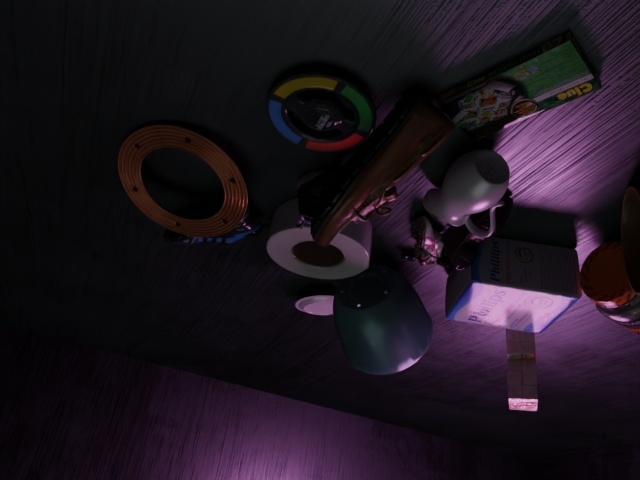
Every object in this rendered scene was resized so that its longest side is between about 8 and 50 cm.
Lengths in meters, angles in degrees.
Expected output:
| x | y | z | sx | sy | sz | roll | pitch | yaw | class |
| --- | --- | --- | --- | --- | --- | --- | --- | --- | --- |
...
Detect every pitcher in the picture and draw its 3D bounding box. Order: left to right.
| x | y | z | sx | sy | sz | roll | pitch | yaw | class |
| --- | --- | --- | --- | --- | --- | --- | --- | --- | --- |
| 0.345 | -0.097 | 1.264 | 0.178 | 0.125 | 0.207 | 37 | 152 | 1 | pitcher |

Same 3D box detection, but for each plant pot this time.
| x | y | z | sx | sy | sz | roll | pitch | yaw | class |
| --- | --- | --- | --- | --- | --- | --- | --- | --- | --- |
| 0.169 | 0.213 | 1.715 | 0.293 | 0.293 | 0.235 | -6 | 131 | 24 | plant pot |
| 0.798 | -0.009 | 1.202 | 0.255 | 0.237 | 0.237 | -4 | 147 | 18 | plant pot |

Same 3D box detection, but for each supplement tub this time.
| x | y | z | sx | sy | sz | roll | pitch | yaw | class |
| --- | --- | --- | --- | --- | --- | --- | --- | --- | --- |
| 0.840 | 0.138 | 1.461 | 0.338 | 0.207 | 0.207 | 24 | 146 | -24 | supplement tub |

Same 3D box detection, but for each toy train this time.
| x | y | z | sx | sy | sz | roll | pitch | yaw | class |
| --- | --- | --- | --- | --- | --- | --- | --- | --- | --- |
| 0.309 | 0.056 | 1.645 | 0.158 | 0.027 | 0.036 | 10 | 153 | 0 | toy train |

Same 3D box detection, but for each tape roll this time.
| x | y | z | sx | sy | sz | roll | pitch | yaw | class |
| --- | --- | --- | --- | --- | --- | --- | --- | --- | --- |
| 0.000 | 0.000 | 1.564 | 0.286 | 0.100 | 0.286 | 7 | 149 | 4 | tape roll |

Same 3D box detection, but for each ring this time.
| x | y | z | sx | sy | sz | roll | pitch | yaw | class |
| --- | --- | --- | --- | --- | --- | --- | --- | --- | --- |
| -0.337 | -0.143 | 1.408 | 0.337 | 0.032 | 0.336 | 8 | 133 | 9 | ring |

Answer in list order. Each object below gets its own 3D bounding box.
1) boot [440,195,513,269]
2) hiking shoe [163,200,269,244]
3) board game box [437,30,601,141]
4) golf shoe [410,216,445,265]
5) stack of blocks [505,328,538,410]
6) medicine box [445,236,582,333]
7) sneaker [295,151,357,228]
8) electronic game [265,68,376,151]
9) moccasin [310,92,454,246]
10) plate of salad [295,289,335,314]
| x | y | z | sx | sy | sz | roll | pitch | yaw | class |
| --- | --- | --- | --- | --- | --- | --- | --- | --- | --- |
| 0.379 | -0.042 | 1.419 | 0.082 | 0.106 | 0.219 | 19 | 118 | -32 | boot |
| -0.302 | -0.024 | 1.591 | 0.304 | 0.113 | 0.132 | -10 | 144 | 29 | hiking shoe |
| 0.366 | -0.278 | 1.068 | 0.260 | 0.030 | 0.136 | -19 | 137 | 39 | board game box |
| 0.290 | -0.009 | 1.519 | 0.086 | 0.067 | 0.186 | -23 | 144 | -3 | golf shoe |
| 0.640 | 0.371 | 1.819 | 0.087 | 0.297 | 0.171 | -2 | 149 | 20 | stack of blocks |
| 0.522 | 0.127 | 1.587 | 0.289 | 0.149 | 0.263 | 8 | 150 | 0 | medicine box |
| 0.049 | -0.102 | 1.324 | 0.269 | 0.153 | 0.101 | -17 | 141 | 37 | sneaker |
| 0.001 | -0.261 | 1.175 | 0.229 | 0.048 | 0.229 | 7 | 149 | 4 | electronic game |
| 0.118 | -0.125 | 1.188 | 0.147 | 0.139 | 0.380 | 33 | 109 | -21 | moccasin |
| 0.011 | 0.215 | 1.975 | 0.200 | 0.048 | 0.200 | -1 | 155 | 0 | plate of salad |
